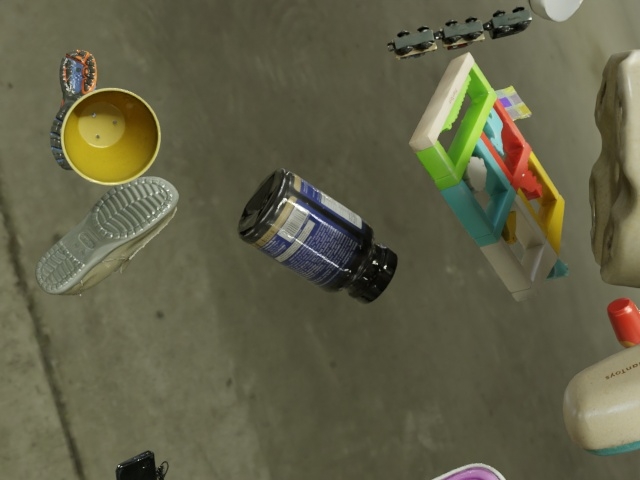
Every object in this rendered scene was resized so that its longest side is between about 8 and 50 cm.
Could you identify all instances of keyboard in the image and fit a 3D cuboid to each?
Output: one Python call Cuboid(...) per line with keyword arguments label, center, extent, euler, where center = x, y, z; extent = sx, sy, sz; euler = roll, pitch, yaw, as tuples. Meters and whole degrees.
Cuboid(label="keyboard", center=(-0.313, 0.454, 1.742), extent=(0.100, 0.038, 0.192), euler=(-17, 117, -35))

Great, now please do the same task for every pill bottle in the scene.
Cuboid(label="pill bottle", center=(0.000, 0.000, 1.437), extent=(0.219, 0.123, 0.123), euler=(33, 39, -20))

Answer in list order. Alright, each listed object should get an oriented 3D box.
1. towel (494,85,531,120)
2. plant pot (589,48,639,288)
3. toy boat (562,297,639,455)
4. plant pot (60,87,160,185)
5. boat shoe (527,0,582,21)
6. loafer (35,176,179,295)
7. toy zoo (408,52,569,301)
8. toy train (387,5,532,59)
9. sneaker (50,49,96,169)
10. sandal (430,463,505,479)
Cuboid(label="towel", center=(0.386, -0.276, 2.006), extent=(0.083, 0.060, 0.009), euler=(62, -24, 26))
Cuboid(label="plant pot", center=(0.419, -0.062, 0.924), extent=(0.334, 0.305, 0.334), euler=(1, 90, -82))
Cuboid(label="toy boat", center=(0.515, 0.219, 1.559), extent=(0.148, 0.267, 0.318), euler=(59, 21, -17))
Cuboid(label="plant pot", center=(-0.300, -0.153, 1.386), extent=(0.134, 0.134, 0.095), euler=(56, -8, -26))
Cuboid(label="boat shoe", center=(0.330, -0.383, 1.414), extent=(0.267, 0.088, 0.096), euler=(-47, 139, -47))
Cuboid(label="loafer", center=(-0.324, -0.004, 1.532), extent=(0.094, 0.251, 0.087), euler=(52, -4, 21))
Cuboid(label="toy zoo", center=(0.222, -0.062, 1.210), extent=(0.293, 0.030, 0.192), euler=(52, 41, -22))
Cuboid(label="toy train", center=(0.150, -0.223, 1.074), extent=(0.036, 0.158, 0.027), euler=(83, -5, -78))
Cuboid(label="sneaker", center=(-0.445, -0.234, 1.828), extent=(0.087, 0.083, 0.221), euler=(116, -19, -79))
Cuboid(label="sandal", center=(0.120, 0.485, 1.594), extent=(0.169, 0.416, 0.102), euler=(49, -12, 29))
